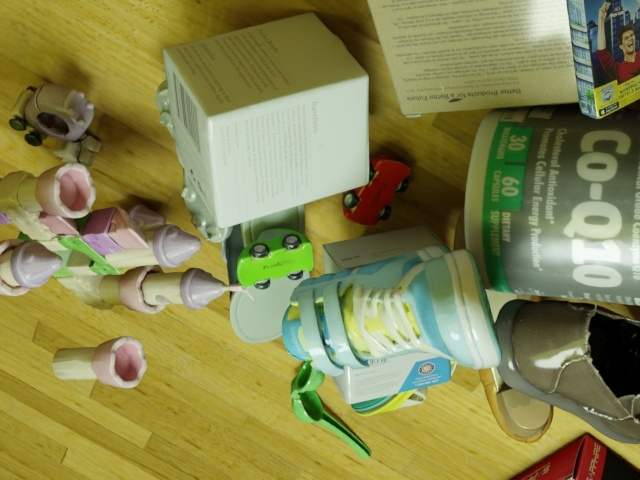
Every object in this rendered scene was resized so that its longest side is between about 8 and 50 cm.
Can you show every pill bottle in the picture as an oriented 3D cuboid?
[{"bbox_3d":[0.345,-0.033,1.143,0.361,0.204,0.204,4,131,22],"label":"pill bottle"}]

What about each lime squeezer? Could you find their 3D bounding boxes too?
[{"bbox_3d":[0.006,0.220,1.642,0.109,0.059,0.310,9,132,19],"label":"lime squeezer"}]

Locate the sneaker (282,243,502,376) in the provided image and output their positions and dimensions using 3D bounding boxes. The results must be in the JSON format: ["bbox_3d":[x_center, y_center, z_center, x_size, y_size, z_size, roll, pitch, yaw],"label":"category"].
[{"bbox_3d":[0.064,0.088,1.155,0.208,0.319,0.127,-16,91,-2],"label":"sneaker"}]

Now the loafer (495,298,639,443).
[{"bbox_3d":[0.353,0.154,1.261,0.366,0.134,0.130,17,162,-38],"label":"loafer"}]

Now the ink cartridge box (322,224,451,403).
[{"bbox_3d":[0.082,0.090,1.374,0.139,0.082,0.191,-10,116,-14],"label":"ink cartridge box"}]

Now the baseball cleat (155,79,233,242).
[{"bbox_3d":[-0.130,-0.105,1.363,0.072,0.109,0.206,-8,102,36],"label":"baseball cleat"}]

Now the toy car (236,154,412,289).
[{"bbox_3d":[0.000,0.000,1.384,0.225,0.053,0.239,-14,132,-12],"label":"toy car"}]

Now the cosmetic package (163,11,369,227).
[{"bbox_3d":[-0.058,-0.135,1.228,0.183,0.151,0.151,-17,134,-17],"label":"cosmetic package"}]

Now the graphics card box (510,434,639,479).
[{"bbox_3d":[0.441,0.453,1.612,0.371,0.094,0.233,36,135,-6],"label":"graphics card box"}]

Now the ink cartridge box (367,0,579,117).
[{"bbox_3d":[0.176,-0.233,1.127,0.234,0.088,0.193,-1,130,26],"label":"ink cartridge box"}]

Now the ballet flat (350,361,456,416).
[{"bbox_3d":[0.127,0.188,1.547,0.077,0.077,0.231,22,136,-18],"label":"ballet flat"}]

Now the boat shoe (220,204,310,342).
[{"bbox_3d":[-0.074,0.013,1.475,0.114,0.091,0.303,-8,136,-20],"label":"boat shoe"}]

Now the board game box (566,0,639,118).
[{"bbox_3d":[0.292,-0.238,1.015,0.060,0.194,0.194,28,139,54],"label":"board game box"}]

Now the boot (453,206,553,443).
[{"bbox_3d":[0.221,0.106,1.388,0.104,0.295,0.211,-11,169,2],"label":"boot"}]

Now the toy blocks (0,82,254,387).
[{"bbox_3d":[-0.254,-0.011,1.389,0.260,0.309,0.288,-6,142,33],"label":"toy blocks"}]
